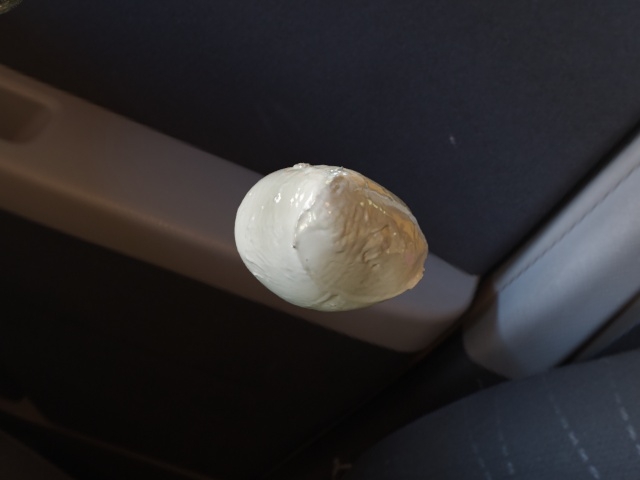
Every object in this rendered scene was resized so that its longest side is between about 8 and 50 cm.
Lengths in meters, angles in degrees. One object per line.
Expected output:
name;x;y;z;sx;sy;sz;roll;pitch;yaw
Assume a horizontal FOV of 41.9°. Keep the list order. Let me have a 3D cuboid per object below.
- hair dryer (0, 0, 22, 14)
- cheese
hair dryer;-0.236;-0.188;0.292;0.235;0.091;0.271;36;-2;37
cheese;0.000;0.000;0.946;0.189;0.155;0.198;12;-14;47
